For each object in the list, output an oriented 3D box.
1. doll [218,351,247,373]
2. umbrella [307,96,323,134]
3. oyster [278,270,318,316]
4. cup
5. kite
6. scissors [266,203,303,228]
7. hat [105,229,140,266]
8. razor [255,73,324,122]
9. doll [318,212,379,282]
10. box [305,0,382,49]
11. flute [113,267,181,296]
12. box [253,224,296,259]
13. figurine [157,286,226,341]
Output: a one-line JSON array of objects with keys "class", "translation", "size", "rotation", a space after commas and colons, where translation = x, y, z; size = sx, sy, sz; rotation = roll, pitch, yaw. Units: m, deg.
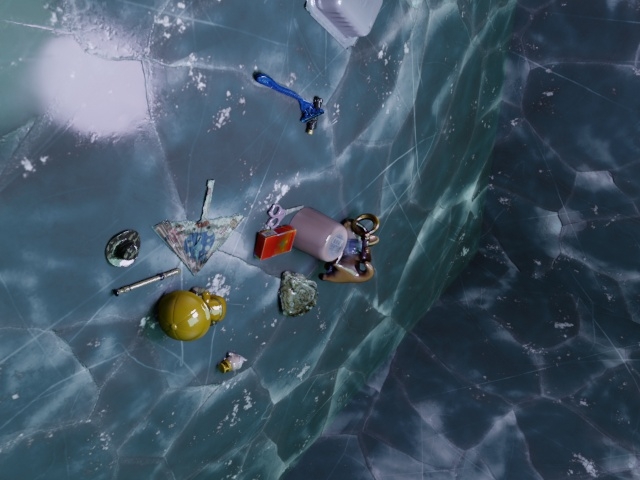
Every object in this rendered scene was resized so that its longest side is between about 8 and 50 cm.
[{"class": "doll", "translation": [-0.375, 0.515, 2.031], "size": [0.127, 0.073, 0.084], "rotation": [-18, 95, -45]}, {"class": "umbrella", "translation": [-0.023, -0.480, 1.823], "size": [0.040, 0.037, 0.143], "rotation": [-14, 122, -65]}, {"class": "oyster", "translation": [-0.104, 0.242, 2.184], "size": [0.199, 0.112, 0.267], "rotation": [-7, 129, -28]}, {"class": "cup", "translation": [0.000, 0.000, 2.049], "size": [0.191, 0.200, 0.252], "rotation": [-47, 144, -23]}, {"class": "kite", "translation": [-0.408, -0.036, 1.636], "size": [0.406, 0.014, 0.368], "rotation": [-11, 122, -51]}, {"class": "scissors", "translation": [-0.139, -0.115, 1.942], "size": [0.212, 0.021, 0.110], "rotation": [-22, 132, -44]}, {"class": "hat", "translation": [-0.577, 0.028, 1.418], "size": [0.121, 0.050, 0.121], "rotation": [-31, 133, -40]}, {"class": "razor", "translation": [-0.116, -0.514, 1.667], "size": [0.324, 0.093, 0.056], "rotation": [20, 57, -53]}, {"class": "doll", "translation": [0.141, 0.048, 2.227], "size": [0.209, 0.318, 0.339], "rotation": [54, 38, -29]}, {"class": "box", "translation": [0.113, -0.858, 1.678], "size": [0.337, 0.106, 0.264], "rotation": [15, 101, -57]}, {"class": "flute", "translation": [-0.558, 0.132, 1.542], "size": [0.233, 0.027, 0.027], "rotation": [-21, 129, -45]}, {"class": "box", "translation": [-0.185, 0.006, 1.929], "size": [0.175, 0.048, 0.112], "rotation": [-16, 133, -47]}, {"class": "figurine", "translation": [-0.442, 0.255, 1.664], "size": [0.257, 0.167, 0.192], "rotation": [-12, 108, -53]}]
